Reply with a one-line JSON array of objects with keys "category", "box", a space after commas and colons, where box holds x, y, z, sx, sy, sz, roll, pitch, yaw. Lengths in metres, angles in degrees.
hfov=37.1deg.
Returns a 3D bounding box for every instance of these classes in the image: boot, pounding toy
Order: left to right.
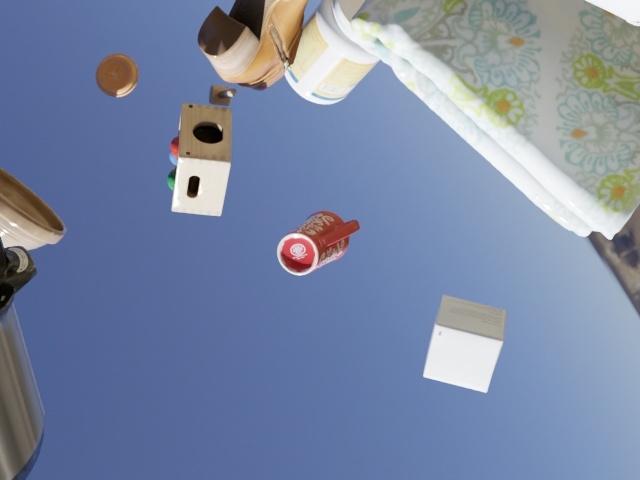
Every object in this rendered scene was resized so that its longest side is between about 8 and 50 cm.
[{"category": "pounding toy", "box": [-0.194, -0.179, 1.548, 0.181, 0.094, 0.206, 107, 164, -48]}, {"category": "boot", "box": [-0.046, -0.342, 1.416, 0.109, 0.283, 0.220, 39, -176, 15]}]

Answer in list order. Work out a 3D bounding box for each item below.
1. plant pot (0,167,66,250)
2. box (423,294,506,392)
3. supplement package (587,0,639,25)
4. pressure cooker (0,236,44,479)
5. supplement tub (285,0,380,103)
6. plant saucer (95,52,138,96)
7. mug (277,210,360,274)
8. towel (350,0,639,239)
[{"category": "plant pot", "box": [-0.609, -0.052, 1.810, 0.237, 0.109, 0.237, 41, -178, -2]}, {"category": "box", "box": [0.215, 0.153, 1.421, 0.087, 0.101, 0.101, -63, -15, -61]}, {"category": "supplement package", "box": [0.308, -0.323, 0.820, 0.139, 0.244, 0.134, 16, -176, -25]}, {"category": "pressure cooker", "box": [-0.577, 0.149, 1.267, 0.370, 0.376, 0.420, -59, -31, -53]}, {"category": "supplement tub", "box": [0.035, -0.347, 1.679, 0.144, 0.200, 0.144, 15, -121, -25]}, {"category": "plant saucer", "box": [-0.384, -0.312, 1.798, 0.083, 0.084, 0.013, 61, -177, 9]}, {"category": "mug", "box": [-0.009, -0.005, 2.018, 0.113, 0.150, 0.169, 41, -156, 8]}, {"category": "towel", "box": [0.266, -0.228, 1.063, 0.374, 0.320, 0.090, 41, 161, -6]}]
